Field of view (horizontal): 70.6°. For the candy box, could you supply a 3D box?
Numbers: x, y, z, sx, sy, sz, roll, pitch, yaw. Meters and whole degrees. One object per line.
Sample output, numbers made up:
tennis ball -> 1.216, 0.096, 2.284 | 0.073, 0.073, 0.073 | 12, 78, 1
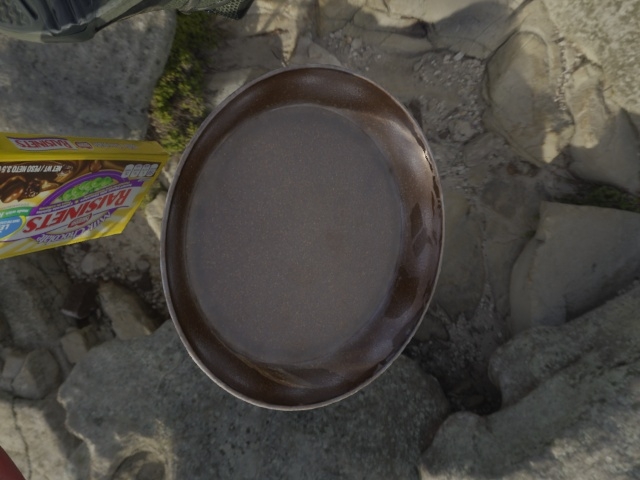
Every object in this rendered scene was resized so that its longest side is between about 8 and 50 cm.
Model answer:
candy box -> -0.210, -0.035, 0.358 | 0.027, 0.206, 0.105 | 43, 108, 5

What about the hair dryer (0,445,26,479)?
hair dryer -> -0.288, 0.230, 0.329 | 0.293, 0.080, 0.223 | -9, 94, 22

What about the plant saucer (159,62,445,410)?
plant saucer -> 0.000, 0.000, 0.428 | 0.310, 0.050, 0.310 | -5, 99, -34

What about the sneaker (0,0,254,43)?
sneaker -> -0.128, -0.198, 0.340 | 0.227, 0.130, 0.087 | -18, 96, 10
